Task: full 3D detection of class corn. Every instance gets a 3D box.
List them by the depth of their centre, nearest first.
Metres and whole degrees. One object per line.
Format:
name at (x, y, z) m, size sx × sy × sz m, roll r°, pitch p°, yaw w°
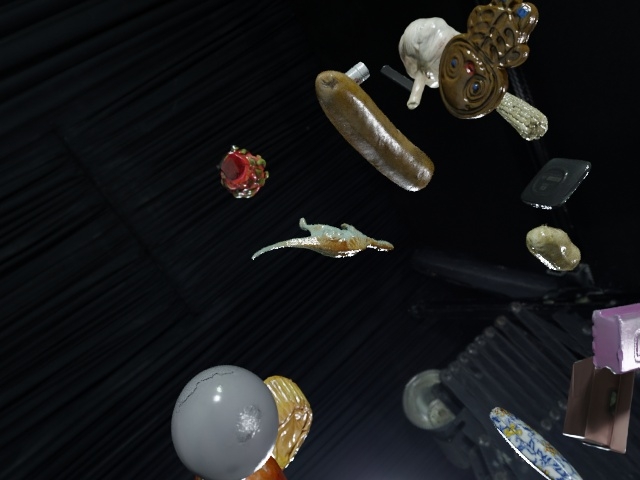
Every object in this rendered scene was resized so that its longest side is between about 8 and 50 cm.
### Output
corn at (0.632, -0.393, 1.472) m, size 0.211 × 0.087 × 0.087 m, roll -109°, pitch -179°, yaw -47°

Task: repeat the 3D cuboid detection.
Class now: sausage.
sausage at (0.150, -0.293, 1.304) m, size 0.500 × 0.123 × 0.136 m, roll 35°, pitch -10°, yaw -37°

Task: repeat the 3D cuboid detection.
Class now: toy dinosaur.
toy dinosaur at (0.000, 0.000, 1.241) m, size 0.205 × 0.392 × 0.092 m, roll 26°, pitch -69°, yaw 51°

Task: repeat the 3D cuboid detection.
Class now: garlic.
garlic at (0.273, -0.448, 1.231) m, size 0.199 × 0.226 × 0.199 m, roll 28°, pitch -3°, yaw 2°

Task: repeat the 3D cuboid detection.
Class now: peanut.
peanut at (0.825, 0.027, 1.651) m, size 0.224 × 0.129 × 0.129 m, roll 38°, pitch -14°, yaw -21°

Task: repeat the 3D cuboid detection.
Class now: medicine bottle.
medicine bottle at (0.111, -0.536, 1.534) m, size 0.057 × 0.089 × 0.057 m, roll 51°, pitch 2°, yaw -2°

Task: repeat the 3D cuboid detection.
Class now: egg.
egg at (-0.131, 0.251, 0.647) m, size 0.146 × 0.146 × 0.199 m, roll 40°, pitch -34°, yaw 31°

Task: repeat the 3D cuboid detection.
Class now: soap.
soap at (0.651, 0.194, 0.953) m, size 0.065 × 0.203 × 0.122 m, roll -175°, pitch -99°, yaw -68°

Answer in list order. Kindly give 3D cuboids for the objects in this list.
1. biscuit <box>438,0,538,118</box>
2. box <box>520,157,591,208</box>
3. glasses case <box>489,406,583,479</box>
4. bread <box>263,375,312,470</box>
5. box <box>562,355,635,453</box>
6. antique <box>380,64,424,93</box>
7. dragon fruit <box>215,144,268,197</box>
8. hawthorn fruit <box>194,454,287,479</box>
biscuit at (0.220, -0.251, 0.643) m, size 0.124 × 0.026 × 0.175 m, roll 60°, pitch -34°, yaw 26°
box at (0.809, -0.203, 1.623) m, size 0.042 × 0.201 × 0.212 m, roll 32°, pitch 6°, yaw -19°
glasses case at (0.492, 0.479, 1.078) m, size 0.087 × 0.065 × 0.248 m, roll 39°, pitch 2°, yaw -26°
bread at (-0.131, 0.562, 1.447) m, size 0.149 × 0.274 × 0.274 m, roll 3°, pitch -49°, yaw 39°
box at (0.692, 0.402, 1.169) m, size 0.086 × 0.215 × 0.215 m, roll 14°, pitch -15°, yaw 17°
antique at (0.271, -0.531, 1.549) m, size 0.192 × 0.031 × 0.015 m, roll 47°, pitch 6°, yaw 32°
dragon fruit at (-0.254, -0.226, 1.549) m, size 0.172 × 0.160 × 0.167 m, roll 35°, pitch 49°, yaw -80°
hawthorn fruit at (-0.156, 0.573, 0.995) m, size 0.261 × 0.224 × 0.224 m, roll 53°, pitch -19°, yaw -18°
